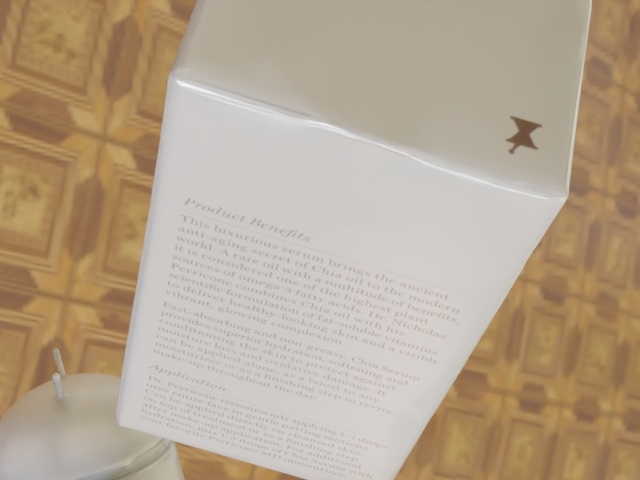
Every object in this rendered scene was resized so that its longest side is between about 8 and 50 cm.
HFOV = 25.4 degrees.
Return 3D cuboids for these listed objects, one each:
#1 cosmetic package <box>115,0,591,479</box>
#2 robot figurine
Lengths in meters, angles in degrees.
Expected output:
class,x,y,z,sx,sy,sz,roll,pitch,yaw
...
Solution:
class,x,y,z,sx,sy,sz,roll,pitch,yaw
cosmetic package,0.000,0.000,0.987,0.453,0.230,0.161,111,-5,-57
robot figurine,-0.241,0.295,1.537,0.200,0.300,0.353,-18,101,-21
